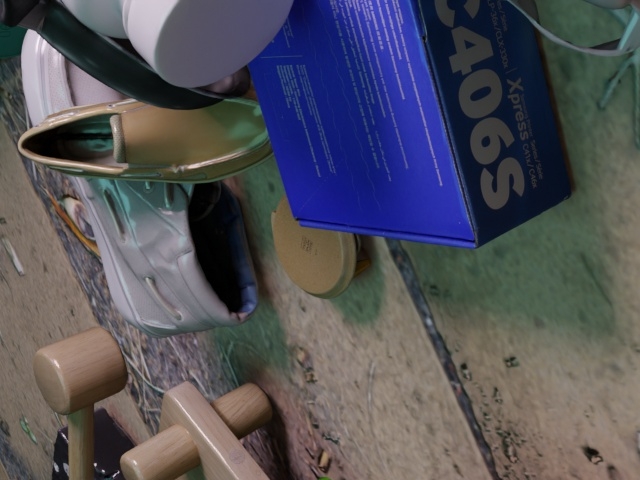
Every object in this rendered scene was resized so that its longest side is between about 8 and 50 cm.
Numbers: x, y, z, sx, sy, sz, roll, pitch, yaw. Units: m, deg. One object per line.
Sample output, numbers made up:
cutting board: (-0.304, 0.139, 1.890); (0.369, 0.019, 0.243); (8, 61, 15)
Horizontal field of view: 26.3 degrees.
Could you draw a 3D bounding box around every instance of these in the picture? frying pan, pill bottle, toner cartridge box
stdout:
frying pan: (-0.131, -0.122, 0.777); (0.197, 0.326, 0.053); (38, 110, -11)
pill bottle: (-0.099, -0.169, 0.695); (0.187, 0.112, 0.112); (49, 146, 24)
toner cartridge box: (0.012, -0.174, 0.705); (0.165, 0.075, 0.348); (8, 119, 53)

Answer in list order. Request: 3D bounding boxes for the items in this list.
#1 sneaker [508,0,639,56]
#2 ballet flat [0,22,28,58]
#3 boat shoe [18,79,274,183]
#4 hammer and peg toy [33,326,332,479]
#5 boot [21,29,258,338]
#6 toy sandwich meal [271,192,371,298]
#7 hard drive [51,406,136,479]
sneaker: (0.090, -0.247, 0.483); (0.210, 0.137, 0.366); (29, 118, 15)
ballet flat: (-0.213, -0.254, 0.975); (0.342, 0.116, 0.124); (137, 124, -62)
boat shoe: (-0.113, -0.066, 0.903); (0.190, 0.072, 0.068); (-8, 93, 25)
hammer and peg toy: (-0.085, 0.234, 1.102); (0.361, 0.127, 0.266); (47, 147, 26)
boot: (-0.121, -0.053, 0.999); (0.123, 0.095, 0.258); (-8, 109, 45)
toy sandwich meal: (0.000, 0.000, 0.899); (0.085, 0.029, 0.086); (20, 118, 43)
hard drive: (-0.195, 0.352, 1.413); (0.237, 0.064, 0.339); (48, 145, 24)
